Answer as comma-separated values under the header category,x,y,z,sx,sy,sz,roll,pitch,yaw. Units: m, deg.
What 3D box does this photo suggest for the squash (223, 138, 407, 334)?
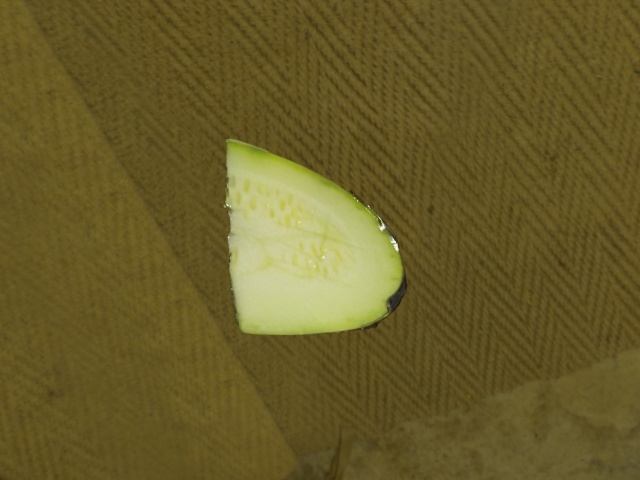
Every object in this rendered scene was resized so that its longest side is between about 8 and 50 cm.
category,x,y,z,sx,sy,sz,roll,pitch,yaw
squash,0.000,0.000,0.735,0.155,0.204,0.237,-11,70,21
